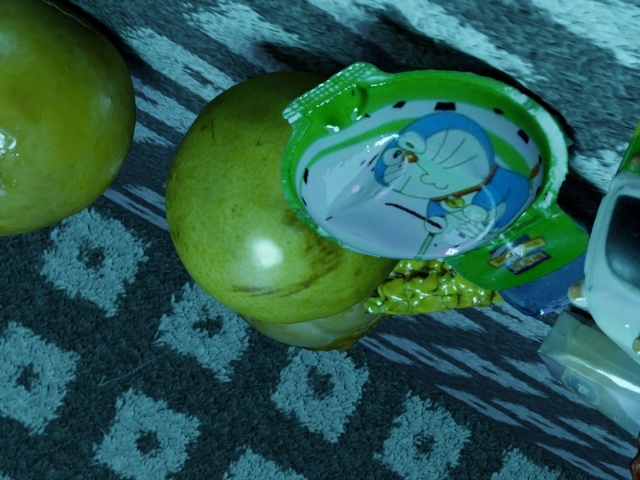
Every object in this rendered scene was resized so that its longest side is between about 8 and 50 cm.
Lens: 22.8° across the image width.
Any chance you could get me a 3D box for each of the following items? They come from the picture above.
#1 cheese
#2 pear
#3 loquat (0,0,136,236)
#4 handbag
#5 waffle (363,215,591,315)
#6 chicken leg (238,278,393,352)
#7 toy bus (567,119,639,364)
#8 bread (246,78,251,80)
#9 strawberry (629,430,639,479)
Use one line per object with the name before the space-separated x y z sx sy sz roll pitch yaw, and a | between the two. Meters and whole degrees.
cheese | 0.102 -0.028 1.139 0.204 0.083 0.320 -28 134 30
pear | -0.023 -0.033 1.269 0.209 0.209 0.209 27 172 4
loquat | -0.310 -0.132 1.538 0.263 0.263 0.263 27 172 4
handbag | 0.316 0.147 1.666 0.173 0.095 0.117 28 176 21
waffle | 0.148 0.020 1.346 0.197 0.070 0.193 -6 177 -35
chicken leg | 0.000 0.000 1.701 0.295 0.182 0.409 34 -169 27
toy bus | 0.268 0.035 0.838 0.143 0.179 0.305 20 169 42
bread | -0.060 -0.063 1.433 0.074 0.139 0.084 23 170 18
strawberry | 0.302 0.142 1.090 0.205 0.244 0.205 27 -158 -12
